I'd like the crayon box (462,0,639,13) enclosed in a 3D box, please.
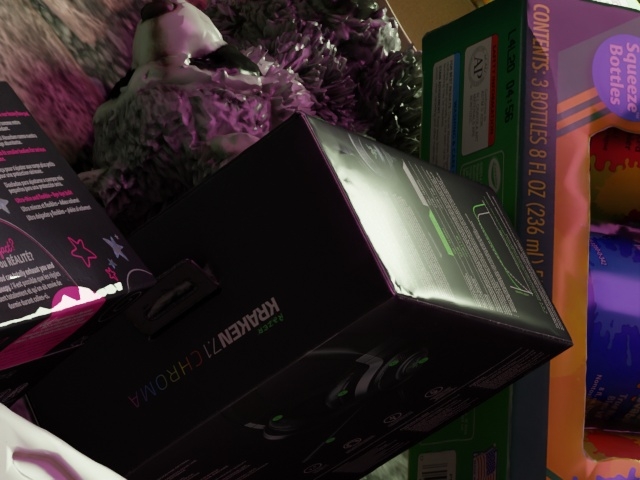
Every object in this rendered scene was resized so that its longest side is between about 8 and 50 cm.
[{"bbox_3d":[0.156,-0.200,1.960,0.363,0.313,0.106,52,55,-7],"label":"crayon box"}]

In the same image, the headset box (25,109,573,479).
[{"bbox_3d":[-0.020,0.060,1.240,0.283,0.246,0.131,15,44,-59],"label":"headset box"}]

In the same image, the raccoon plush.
[{"bbox_3d":[0.000,0.000,1.471,0.446,0.216,0.299,49,28,-17],"label":"raccoon plush"}]

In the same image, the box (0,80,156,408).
[{"bbox_3d":[-0.223,0.025,0.955,0.142,0.163,0.247,54,19,8],"label":"box"}]

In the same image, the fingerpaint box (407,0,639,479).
[{"bbox_3d":[0.264,0.070,1.473,0.371,0.163,0.444,9,78,-24],"label":"fingerpaint box"}]

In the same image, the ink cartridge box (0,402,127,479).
[{"bbox_3d":[-0.176,0.158,0.771,0.154,0.212,0.093,38,26,-40],"label":"ink cartridge box"}]

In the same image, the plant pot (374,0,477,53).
[{"bbox_3d":[0.053,-0.115,1.764,0.284,0.191,0.284,46,21,-23],"label":"plant pot"}]
